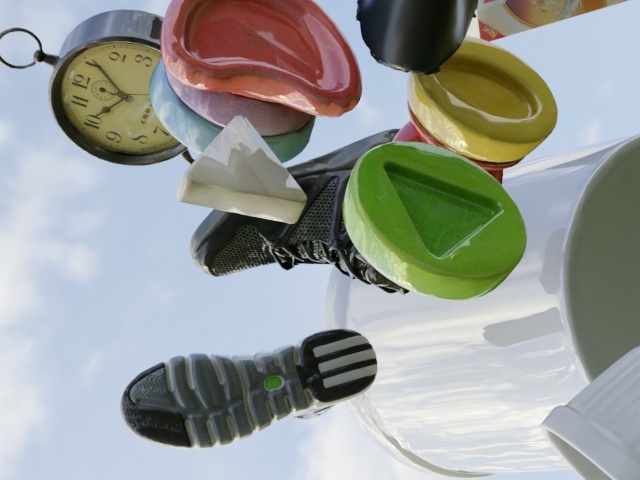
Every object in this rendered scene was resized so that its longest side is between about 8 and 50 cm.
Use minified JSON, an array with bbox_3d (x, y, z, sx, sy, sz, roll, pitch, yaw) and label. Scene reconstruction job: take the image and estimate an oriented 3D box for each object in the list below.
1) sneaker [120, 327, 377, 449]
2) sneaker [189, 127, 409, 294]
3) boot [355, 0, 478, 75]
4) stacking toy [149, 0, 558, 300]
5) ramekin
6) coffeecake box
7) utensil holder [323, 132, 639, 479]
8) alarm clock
[{"bbox_3d":[-0.061,0.144,1.443,0.132,0.229,0.086,91,169,-76],"label":"sneaker"},{"bbox_3d":[0.000,0.000,1.392,0.227,0.130,0.087,-21,-30,2],"label":"sneaker"},{"bbox_3d":[0.087,-0.195,1.073,0.246,0.094,0.207,-96,14,-53],"label":"boot"},{"bbox_3d":[0.011,-0.049,1.181,0.279,0.309,0.130,-83,15,-47],"label":"stacking toy"},{"bbox_3d":[0.270,0.166,1.159,0.109,0.207,0.207,-47,-37,-5],"label":"ramekin"},{"bbox_3d":[0.237,-0.312,1.742,0.185,0.068,0.142,-18,-60,-11],"label":"coffeecake box"},{"bbox_3d":[0.239,0.069,1.587,0.328,0.385,0.327,6,-102,-30],"label":"utensil holder"},{"bbox_3d":[-0.173,-0.134,1.311,0.064,0.192,0.129,-90,23,-48],"label":"alarm clock"}]
